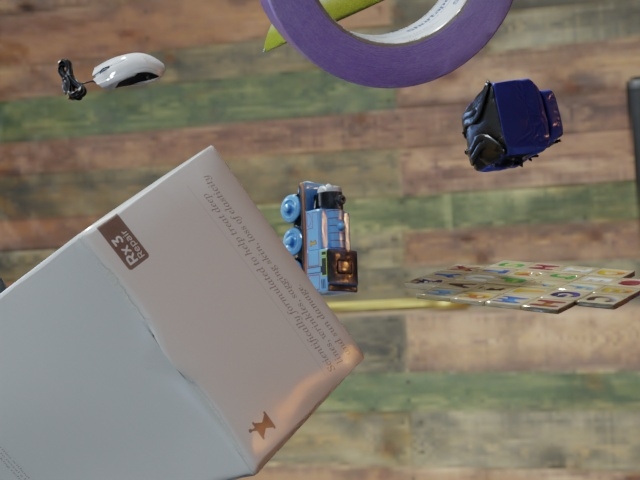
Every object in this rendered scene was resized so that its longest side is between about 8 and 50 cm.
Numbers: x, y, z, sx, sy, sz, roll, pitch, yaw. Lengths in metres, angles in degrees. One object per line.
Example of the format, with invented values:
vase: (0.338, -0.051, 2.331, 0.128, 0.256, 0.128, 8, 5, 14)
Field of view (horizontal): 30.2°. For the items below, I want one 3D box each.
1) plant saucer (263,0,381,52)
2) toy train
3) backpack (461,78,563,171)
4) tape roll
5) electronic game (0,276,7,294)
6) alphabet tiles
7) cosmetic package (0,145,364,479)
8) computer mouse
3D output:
plant saucer: (0.007, -0.387, 2.008, 0.188, 0.045, 0.188, -27, 9, -25)
toy train: (0.000, 0.000, 1.740, 0.080, 0.184, 0.105, 7, -12, -44)
backpack: (0.228, -0.131, 1.430, 0.101, 0.098, 0.120, -2, -13, -17)
tape roll: (0.067, -0.300, 1.234, 0.274, 0.275, 0.090, -3, 16, -10)
electronic game: (-0.446, 0.165, 1.657, 0.048, 0.229, 0.229, -3, 0, -21)
alphabet tiles: (0.315, 0.066, 1.791, 0.342, 0.011, 0.285, 5, 12, 36)
cosmetic package: (-0.172, 0.104, 0.999, 0.385, 0.217, 0.156, -26, 11, 47)
computer mouse: (-0.383, -0.313, 2.178, 0.193, 0.042, 0.106, -14, 46, -10)
